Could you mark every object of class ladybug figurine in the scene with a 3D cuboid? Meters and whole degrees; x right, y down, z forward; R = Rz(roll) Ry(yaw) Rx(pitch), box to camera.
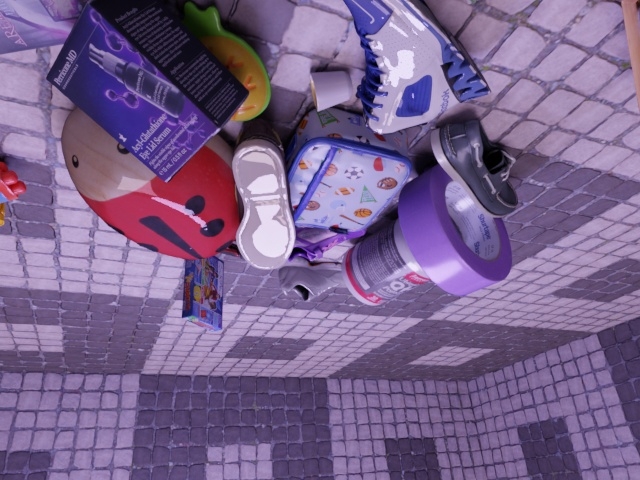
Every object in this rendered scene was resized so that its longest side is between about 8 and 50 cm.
[{"bbox_3d":[-0.296,-0.087,0.963,0.304,0.162,0.449,-15,151,18],"label":"ladybug figurine"}]

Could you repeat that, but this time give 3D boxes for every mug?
[{"bbox_3d":[0.018,-0.256,0.826,0.064,0.078,0.062,-13,119,-2],"label":"mug"}]

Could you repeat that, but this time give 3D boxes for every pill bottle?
[{"bbox_3d":[0.214,0.035,1.256,0.176,0.177,0.318,15,146,-33],"label":"pill bottle"}]

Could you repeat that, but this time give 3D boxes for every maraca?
[{"bbox_3d":[-0.153,-0.260,0.739,0.127,0.099,0.186,-24,123,24],"label":"maraca"}]

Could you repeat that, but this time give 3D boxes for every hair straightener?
[{"bbox_3d":[-0.242,-0.012,1.190,0.230,0.089,0.047,10,149,15],"label":"hair straightener"}]

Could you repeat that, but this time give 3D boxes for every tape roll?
[{"bbox_3d":[0.289,-0.026,1.050,0.274,0.275,0.090,18,145,-36],"label":"tape roll"}]

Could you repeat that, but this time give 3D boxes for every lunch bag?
[{"bbox_3d":[0.025,-0.124,1.003,0.243,0.115,0.303,8,148,-19],"label":"lunch bag"}]

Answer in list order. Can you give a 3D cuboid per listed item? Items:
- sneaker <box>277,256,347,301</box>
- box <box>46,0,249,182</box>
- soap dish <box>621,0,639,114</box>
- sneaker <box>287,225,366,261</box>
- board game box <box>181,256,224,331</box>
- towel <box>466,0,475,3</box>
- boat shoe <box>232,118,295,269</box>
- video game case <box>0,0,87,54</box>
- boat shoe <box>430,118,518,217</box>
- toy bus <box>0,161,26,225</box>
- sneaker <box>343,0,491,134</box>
[{"bbox_3d":[-0.012,0.129,1.456,0.262,0.121,0.099,11,149,-27],"label":"sneaker"},{"bbox_3d":[-0.229,-0.210,0.668,0.207,0.108,0.153,42,133,-19],"label":"box"},{"bbox_3d":[0.564,-0.322,0.709,0.228,0.118,0.290,-22,147,28],"label":"soap dish"},{"bbox_3d":[0.000,0.000,1.236,0.236,0.105,0.095,-8,150,4],"label":"sneaker"},{"bbox_3d":[-0.310,0.128,1.321,0.035,0.201,0.136,-15,150,19],"label":"board game box"},{"bbox_3d":[0.276,-0.432,0.542,0.324,0.038,0.248,-21,147,28],"label":"towel"},{"bbox_3d":[-0.108,-0.074,0.941,0.116,0.097,0.325,-2,137,-1],"label":"boat shoe"},{"bbox_3d":[-0.385,-0.335,0.632,0.274,0.026,0.196,-8,152,4],"label":"video game case"},{"bbox_3d":[0.347,-0.142,1.016,0.099,0.116,0.319,-22,143,36],"label":"boat shoe"},{"bbox_3d":[-0.674,-0.108,0.903,0.211,0.150,0.220,-18,150,-4],"label":"toy bus"},{"bbox_3d":[0.107,-0.252,0.731,0.182,0.128,0.315,-37,141,28],"label":"sneaker"}]
